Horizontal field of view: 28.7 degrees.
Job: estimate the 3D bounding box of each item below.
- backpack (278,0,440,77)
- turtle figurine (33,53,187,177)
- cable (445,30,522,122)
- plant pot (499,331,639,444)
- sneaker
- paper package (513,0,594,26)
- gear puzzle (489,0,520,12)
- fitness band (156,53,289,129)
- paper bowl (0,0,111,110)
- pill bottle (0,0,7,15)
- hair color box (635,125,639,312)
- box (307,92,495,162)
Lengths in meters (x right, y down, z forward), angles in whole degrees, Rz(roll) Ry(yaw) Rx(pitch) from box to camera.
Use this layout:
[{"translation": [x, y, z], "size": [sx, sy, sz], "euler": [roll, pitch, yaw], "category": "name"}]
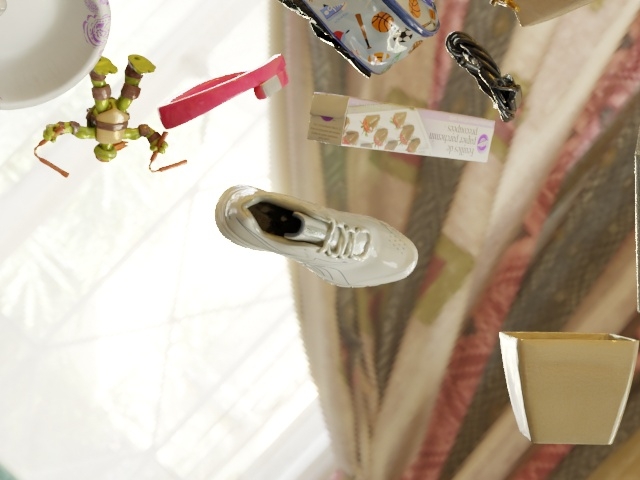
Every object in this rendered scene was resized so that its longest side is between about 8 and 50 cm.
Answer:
[{"translation": [0.064, -0.358, 1.692], "size": [0.276, 0.213, 0.263], "euler": [37, 34, -24], "category": "backpack"}, {"translation": [-0.343, -0.211, 2.128], "size": [0.269, 0.217, 0.087], "euler": [4, 37, -21], "category": "turtle figurine"}, {"translation": [0.251, -0.251, 1.931], "size": [0.150, 0.047, 0.184], "euler": [46, 3, 15], "category": "cable"}, {"translation": [0.227, 0.135, 1.154], "size": [0.109, 0.096, 0.109], "euler": [0, -1, -1], "category": "plant pot"}, {"translation": [0.000, 0.000, 1.743], "size": [0.297, 0.111, 0.129], "euler": [14, -3, -13], "category": "sneaker"}, {"translation": [0.450, -0.574, 2.167], "size": [0.309, 0.325, 0.168], "euler": [63, 34, -11], "category": "paper package"}, {"translation": [0.187, -0.468, 2.047], "size": [0.339, 0.044, 0.175], "euler": [30, 9, -6], "category": "gear puzzle"}, {"translation": [-0.168, -0.258, 2.162], "size": [0.291, 0.209, 0.054], "euler": [-50, 124, -67], "category": "fitness band"}, {"translation": [-0.476, -0.352, 1.924], "size": [0.148, 0.284, 0.284], "euler": [58, 5, 37], "category": "paper bowl"}, {"translation": [-0.489, -0.342, 1.531], "size": [0.208, 0.117, 0.117], "euler": [55, -5, -8], "category": "pill bottle"}, {"translation": [0.442, -0.055, 1.510], "size": [0.374, 0.113, 0.185], "euler": [-46, 133, -68], "category": "hair color box"}, {"translation": [0.114, -0.149, 1.676], "size": [0.067, 0.063, 0.324], "euler": [16, 10, 42], "category": "box"}]
